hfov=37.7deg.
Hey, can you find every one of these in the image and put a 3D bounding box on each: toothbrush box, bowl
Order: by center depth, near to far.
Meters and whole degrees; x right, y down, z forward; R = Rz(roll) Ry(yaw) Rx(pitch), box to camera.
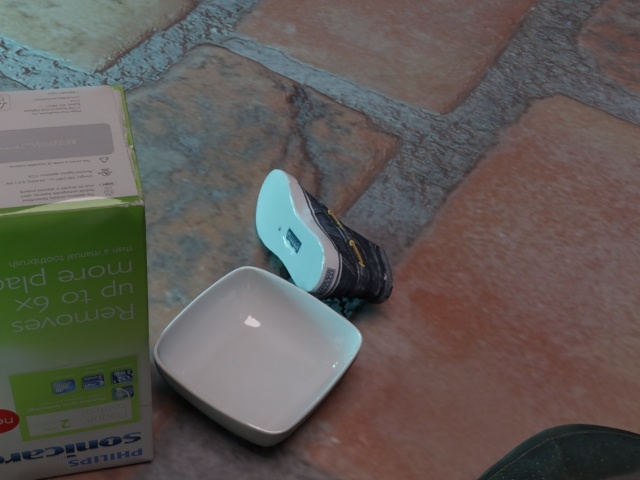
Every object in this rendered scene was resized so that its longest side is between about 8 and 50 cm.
[{"bbox_3d":[-0.226,0.046,0.644,0.206,0.283,0.122,-6,48,-15],"label":"toothbrush box"},{"bbox_3d":[-0.053,0.101,0.781,0.142,0.053,0.142,31,49,19],"label":"bowl"}]

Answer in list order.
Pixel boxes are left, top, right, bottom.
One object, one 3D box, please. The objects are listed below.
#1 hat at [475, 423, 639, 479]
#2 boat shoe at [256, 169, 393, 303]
[{"bbox_3d":[0.224,0.273,0.601,0.331,0.134,0.331,-6,34,4],"label":"hat"},{"bbox_3d":[0.000,0.000,0.891,0.083,0.065,0.183,16,26,-31],"label":"boat shoe"}]
